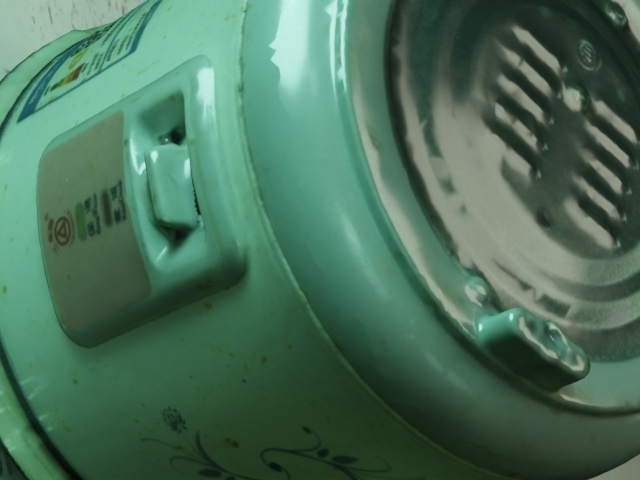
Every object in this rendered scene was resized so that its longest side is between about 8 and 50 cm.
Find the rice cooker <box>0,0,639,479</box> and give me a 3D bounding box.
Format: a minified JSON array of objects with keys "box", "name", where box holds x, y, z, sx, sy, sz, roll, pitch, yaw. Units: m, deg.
[{"box":[0.000,0.000,0.742,0.264,0.317,0.316,-3,73,-43],"name":"rice cooker"}]
